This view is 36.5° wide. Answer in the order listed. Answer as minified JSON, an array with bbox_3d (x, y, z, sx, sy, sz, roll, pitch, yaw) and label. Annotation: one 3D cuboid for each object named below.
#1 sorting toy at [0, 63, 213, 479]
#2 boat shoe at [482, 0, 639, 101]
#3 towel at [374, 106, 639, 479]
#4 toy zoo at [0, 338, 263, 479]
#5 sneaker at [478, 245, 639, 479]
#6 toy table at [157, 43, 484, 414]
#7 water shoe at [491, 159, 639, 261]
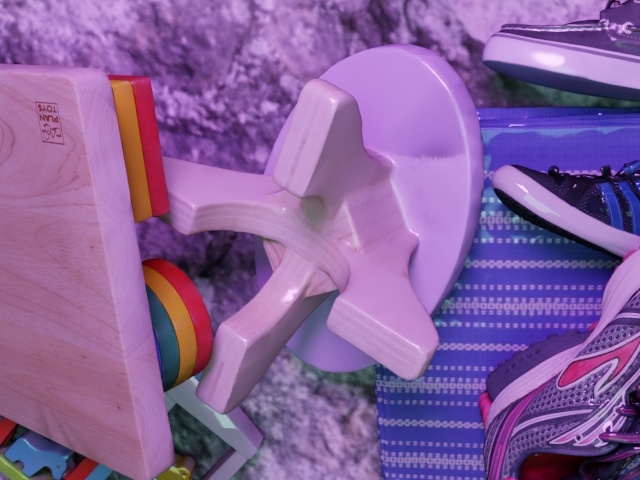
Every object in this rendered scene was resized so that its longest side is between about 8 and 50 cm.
[{"bbox_3d":[-0.184,0.002,0.669,0.257,0.089,0.255,11,115,41],"label":"sorting toy"},{"bbox_3d":[0.234,-0.141,0.693,0.228,0.080,0.076,9,91,10],"label":"boat shoe"},{"bbox_3d":[0.161,0.057,0.792,0.243,0.040,0.336,-1,109,7],"label":"towel"},{"bbox_3d":[-0.188,0.189,0.888,0.192,0.030,0.293,40,109,-4],"label":"toy zoo"},{"bbox_3d":[0.229,0.100,0.677,0.121,0.112,0.299,28,129,-13],"label":"sneaker"},{"bbox_3d":[0.000,0.000,0.695,0.252,0.161,0.274,21,116,26],"label":"toy table"},{"bbox_3d":[0.223,-0.028,0.707,0.203,0.073,0.080,22,92,-9],"label":"water shoe"}]
